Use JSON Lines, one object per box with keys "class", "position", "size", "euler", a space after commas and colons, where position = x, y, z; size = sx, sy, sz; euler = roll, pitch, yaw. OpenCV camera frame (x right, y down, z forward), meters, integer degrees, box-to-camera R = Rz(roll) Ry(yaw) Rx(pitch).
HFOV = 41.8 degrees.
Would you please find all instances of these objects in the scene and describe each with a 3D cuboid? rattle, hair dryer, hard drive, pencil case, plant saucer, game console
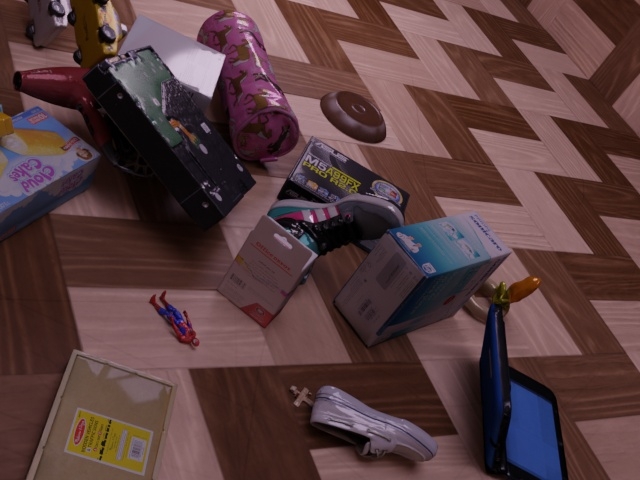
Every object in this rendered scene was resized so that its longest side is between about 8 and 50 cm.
{"class": "rattle", "position": [0.352, 0.078, 1.836], "size": [0.199, 0.142, 0.130], "euler": [47, 55, 7]}
{"class": "hair dryer", "position": [-0.412, -0.241, 1.528], "size": [0.294, 0.080, 0.223], "euler": [25, 26, -14]}
{"class": "hard drive", "position": [-0.268, -0.194, 1.543], "size": [0.339, 0.064, 0.237], "euler": [53, 19, -11]}
{"class": "pencil case", "position": [-0.169, -0.350, 1.898], "size": [0.167, 0.160, 0.386], "euler": [35, 25, -48]}
{"class": "plant saucer", "position": [0.095, -0.334, 2.199], "size": [0.199, 0.036, 0.198], "euler": [21, 38, -18]}
{"class": "game console", "position": [0.394, 0.302, 1.581], "size": [0.174, 0.250, 0.293], "euler": [4, 37, 4]}

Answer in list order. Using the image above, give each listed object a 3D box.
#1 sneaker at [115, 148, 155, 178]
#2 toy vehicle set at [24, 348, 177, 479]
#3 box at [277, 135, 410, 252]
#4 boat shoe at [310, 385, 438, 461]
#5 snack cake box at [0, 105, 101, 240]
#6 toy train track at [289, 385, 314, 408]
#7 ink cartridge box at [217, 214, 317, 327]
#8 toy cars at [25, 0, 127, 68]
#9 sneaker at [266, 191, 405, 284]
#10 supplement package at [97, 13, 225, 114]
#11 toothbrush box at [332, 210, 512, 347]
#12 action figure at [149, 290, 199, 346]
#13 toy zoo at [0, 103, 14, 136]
{"class": "sneaker", "position": [-0.329, -0.160, 1.654], "size": [0.170, 0.068, 0.071], "euler": [2, 20, -35]}
{"class": "toy vehicle set", "position": [-0.302, 0.283, 1.161], "size": [0.166, 0.035, 0.266], "euler": [23, 37, -15]}
{"class": "box", "position": [0.057, -0.100, 1.873], "size": [0.270, 0.060, 0.216], "euler": [31, 36, -4]}
{"class": "boat shoe", "position": [0.083, 0.326, 1.394], "size": [0.226, 0.083, 0.075], "euler": [26, 55, -2]}
{"class": "snack cake box", "position": [-0.515, -0.113, 1.413], "size": [0.152, 0.089, 0.264], "euler": [35, 35, 4]}
{"class": "toy train track", "position": [-0.015, 0.272, 1.419], "size": [0.083, 0.014, 0.048], "euler": [37, 35, 3]}
{"class": "ink cartridge box", "position": [-0.086, 0.043, 1.472], "size": [0.115, 0.198, 0.067], "euler": [39, 36, 6]}
{"class": "toy cars", "position": [-0.502, -0.458, 1.730], "size": [0.394, 0.176, 0.087], "euler": [32, 13, 39]}
{"class": "sneaker", "position": [0.000, 0.000, 1.579], "size": [0.123, 0.296, 0.178], "euler": [65, 37, -34]}
{"class": "supplement package", "position": [-0.332, -0.333, 1.763], "size": [0.203, 0.149, 0.194], "euler": [24, 37, -14]}
{"class": "toothbrush box", "position": [0.203, 0.071, 1.654], "size": [0.296, 0.216, 0.126], "euler": [-13, 57, -47]}
{"class": "action figure", "position": [-0.238, 0.132, 1.397], "size": [0.115, 0.030, 0.038], "euler": [49, 33, 17]}
{"class": "toy zoo", "position": [-0.633, -0.172, 1.336], "size": [0.192, 0.030, 0.293], "euler": [18, 33, 32]}
